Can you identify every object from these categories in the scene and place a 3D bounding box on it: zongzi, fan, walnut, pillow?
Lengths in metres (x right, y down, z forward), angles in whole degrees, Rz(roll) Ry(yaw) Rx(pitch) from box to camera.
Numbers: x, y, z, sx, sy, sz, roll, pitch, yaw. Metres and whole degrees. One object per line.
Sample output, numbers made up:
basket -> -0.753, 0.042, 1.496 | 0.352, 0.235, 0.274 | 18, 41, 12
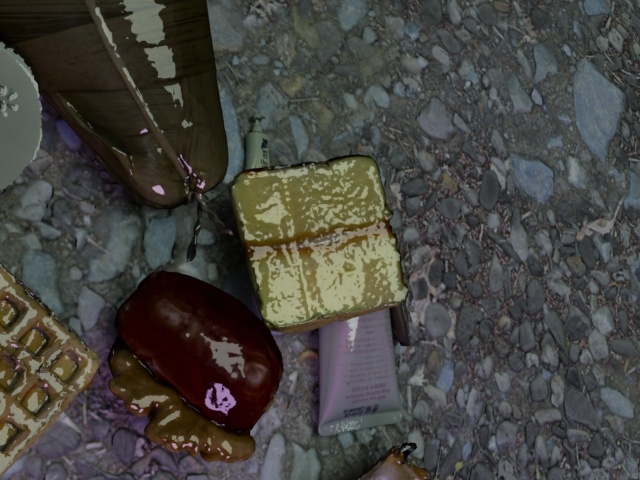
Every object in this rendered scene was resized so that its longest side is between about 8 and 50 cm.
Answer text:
zongzi -> -0.382, -0.199, 1.254 | 0.467, 0.218, 0.500 | -9, 99, -5
fan -> -0.540, -0.103, 1.091 | 0.233, 0.012, 0.415 | 41, 74, -8
walnut -> -0.190, 0.192, 1.210 | 0.269, 0.222, 0.244 | 33, 52, -7
pillow -> 0.133, 0.085, 1.519 | 0.033, 0.130, 0.218 | -9, 83, -5

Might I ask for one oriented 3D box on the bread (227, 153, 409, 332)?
bread -> 0.000, 0.000, 1.328 | 0.198, 0.236, 0.263 | 15, 61, -73

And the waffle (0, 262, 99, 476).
waffle -> -0.488, 0.217, 1.057 | 0.261, 0.114, 0.376 | 48, 56, -18

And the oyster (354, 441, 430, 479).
oyster -> 0.055, 0.488, 1.371 | 0.361, 0.096, 0.221 | -23, 96, -36

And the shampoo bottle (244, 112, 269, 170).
shampoo bottle -> -0.111, -0.156, 1.461 | 0.049, 0.034, 0.141 | 6, 73, -28

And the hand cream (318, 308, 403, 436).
hand cream -> 0.060, 0.150, 1.465 | 0.185, 0.118, 0.359 | 0, 86, -38
